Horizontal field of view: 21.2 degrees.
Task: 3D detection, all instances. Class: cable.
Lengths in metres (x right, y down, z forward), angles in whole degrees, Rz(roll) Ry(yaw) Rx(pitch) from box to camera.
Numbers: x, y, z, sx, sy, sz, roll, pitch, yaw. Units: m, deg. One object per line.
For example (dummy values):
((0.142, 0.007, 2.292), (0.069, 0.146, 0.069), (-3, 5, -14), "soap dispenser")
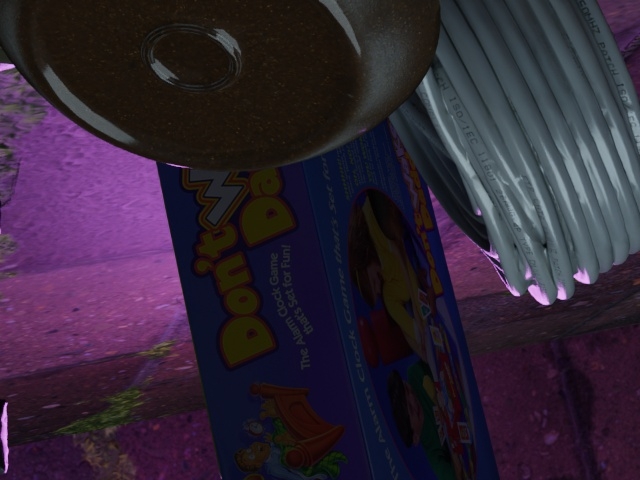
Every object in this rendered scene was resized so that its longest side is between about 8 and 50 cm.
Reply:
((0.075, -0.092, 0.862), (0.089, 0.257, 0.257), (-31, -155, -1), "cable")

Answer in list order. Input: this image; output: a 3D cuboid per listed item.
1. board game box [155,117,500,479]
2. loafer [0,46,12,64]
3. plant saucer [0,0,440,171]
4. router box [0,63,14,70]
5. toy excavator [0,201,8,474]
((0.000, 0.000, 0.945), (0.078, 0.347, 0.233), (-17, 166, 18), "board game box")
((-0.178, -0.135, 0.759), (0.268, 0.092, 0.102), (7, 133, -20), "loafer")
((-0.051, -0.086, 0.704), (0.198, 0.036, 0.199), (6, 143, 4), "plant saucer")
((-0.164, -0.131, 0.907), (0.092, 0.038, 0.122), (-16, 167, 9), "router box")
((-0.477, 0.058, 1.080), (0.445, 0.222, 0.433), (-9, 168, 21), "toy excavator")
